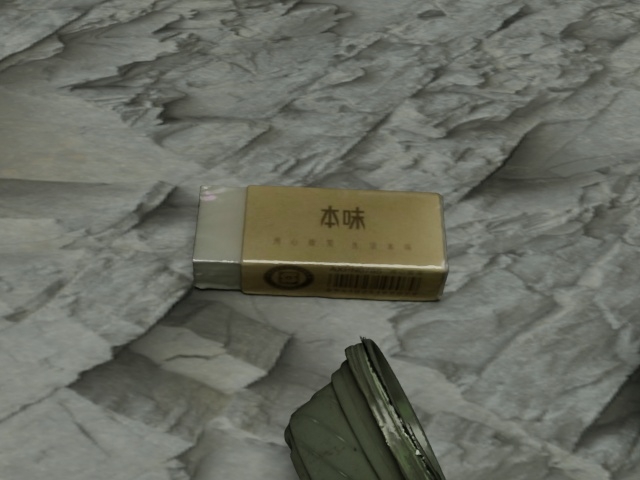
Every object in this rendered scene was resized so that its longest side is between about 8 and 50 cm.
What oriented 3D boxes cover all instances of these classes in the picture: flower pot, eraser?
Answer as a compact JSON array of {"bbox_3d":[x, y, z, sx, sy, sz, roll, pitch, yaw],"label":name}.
[{"bbox_3d":[0.050,0.238,1.030,0.141,0.235,0.235,-30,59,4],"label":"flower pot"},{"bbox_3d":[0.000,0.000,1.258,0.344,0.078,0.144,2,53,-3],"label":"eraser"}]
